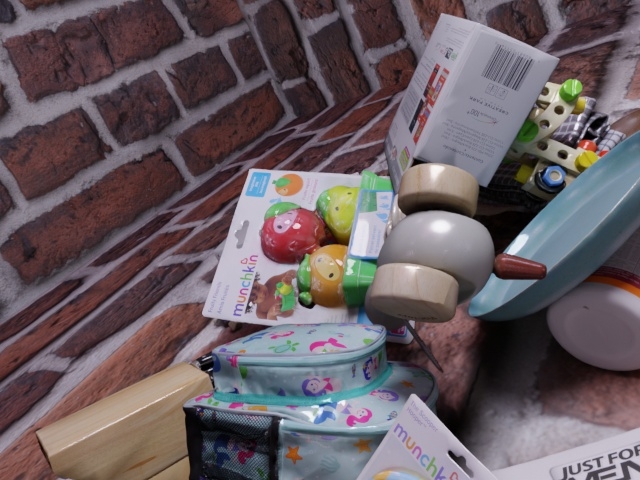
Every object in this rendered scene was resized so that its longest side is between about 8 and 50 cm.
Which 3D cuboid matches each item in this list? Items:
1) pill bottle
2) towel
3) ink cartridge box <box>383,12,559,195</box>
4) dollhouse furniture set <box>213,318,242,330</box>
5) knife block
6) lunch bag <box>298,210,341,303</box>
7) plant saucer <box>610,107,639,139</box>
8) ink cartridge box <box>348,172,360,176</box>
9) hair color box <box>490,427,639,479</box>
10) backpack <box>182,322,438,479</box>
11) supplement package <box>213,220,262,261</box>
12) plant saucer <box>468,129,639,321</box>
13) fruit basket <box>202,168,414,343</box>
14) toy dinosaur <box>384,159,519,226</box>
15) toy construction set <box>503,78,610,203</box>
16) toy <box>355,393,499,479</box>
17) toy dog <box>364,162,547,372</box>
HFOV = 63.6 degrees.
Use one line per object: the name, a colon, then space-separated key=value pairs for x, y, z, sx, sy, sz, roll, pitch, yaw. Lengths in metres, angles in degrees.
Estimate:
pill bottle: x=0.374 y=0.043 z=0.631 sx=0.121 sy=0.121 sz=0.221 roll=-1 pitch=32 yaw=47
towel: x=0.401 y=-0.167 z=1.028 sx=0.235 sy=0.121 sz=0.284 roll=-44 pitch=22 yaw=-10
ink cartridge box: x=0.224 y=-0.221 z=0.878 sx=0.309 sy=0.130 sz=0.271 roll=-83 pitch=15 yaw=-63
dollhouse furniture set: x=-0.180 y=0.161 z=1.145 sx=0.114 sy=0.091 sz=0.081 roll=-16 pitch=-34 yaw=-46
knife block: x=-0.205 y=0.222 z=0.726 sx=0.088 sy=0.276 sz=0.242 roll=2 pitch=64 yaw=52
lunch bag: x=-0.013 y=0.018 z=1.151 sx=0.258 sy=0.120 sz=0.293 roll=-19 pitch=24 yaw=30
plant saucer: x=0.683 y=-0.200 z=0.948 sx=0.311 sy=0.050 sz=0.310 roll=-22 pitch=21 yaw=9
ink cartridge box: x=0.059 y=-0.103 z=1.375 sx=0.092 sy=0.089 sz=0.143 roll=-14 pitch=25 yaw=30
hair color box: x=0.231 y=0.277 z=0.259 sx=0.186 sy=0.113 sz=0.374 roll=-22 pitch=22 yaw=9
backpack: x=0.005 y=0.190 z=0.577 sx=0.254 sy=0.190 sz=0.225 roll=4 pitch=4 yaw=26
supplement package: x=-0.175 y=0.016 z=1.342 sx=0.105 sy=0.105 sz=0.179 roll=-12 pitch=24 yaw=30
plant saucer: x=0.310 y=-0.010 z=0.645 sx=0.317 sy=0.044 sz=0.317 roll=-48 pitch=-6 yaw=-7
fruit basket: x=0.000 y=0.000 z=0.897 sx=0.353 sy=0.165 sz=0.326 roll=9 pitch=59 yaw=8
toy dinosaur: x=0.227 y=-0.094 z=1.005 sx=0.127 sy=0.200 sz=0.296 roll=-33 pitch=21 yaw=-19
toy construction set: x=0.436 y=-0.146 z=0.823 sx=0.328 sy=0.151 sz=0.215 roll=25 pitch=80 yaw=24
toy: x=0.040 y=0.255 z=0.396 sx=0.137 sy=0.056 sz=0.237 roll=41 pitch=107 yaw=47
toy dog: x=0.144 y=0.044 z=0.611 sx=0.161 sy=0.220 sz=0.334 roll=17 pitch=0 yaw=6
